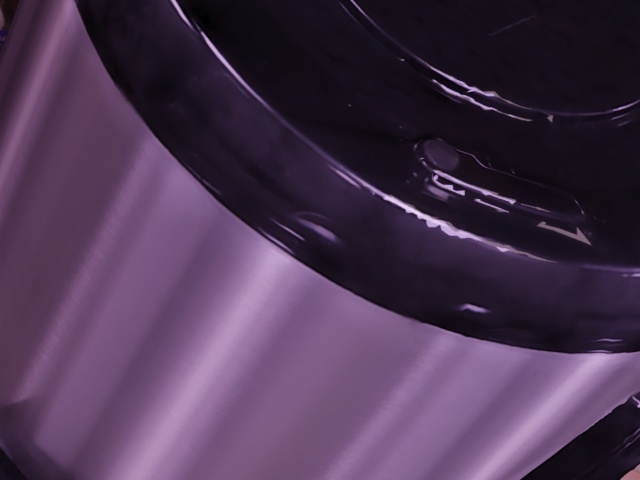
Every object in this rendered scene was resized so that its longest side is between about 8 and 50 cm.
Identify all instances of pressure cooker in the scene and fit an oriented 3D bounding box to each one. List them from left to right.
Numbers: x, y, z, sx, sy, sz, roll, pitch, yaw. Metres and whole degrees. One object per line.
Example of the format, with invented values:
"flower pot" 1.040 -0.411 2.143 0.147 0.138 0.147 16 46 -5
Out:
"pressure cooker" -0.003 -0.005 0.790 0.369 0.420 0.375 9 49 -24

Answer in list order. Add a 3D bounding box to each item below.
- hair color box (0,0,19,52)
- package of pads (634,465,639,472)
"hair color box" -0.247 -0.255 0.813 0.185 0.110 0.339 -22 95 -66
"package of pads" 0.255 0.041 0.994 0.101 0.229 0.296 -40 127 -32
